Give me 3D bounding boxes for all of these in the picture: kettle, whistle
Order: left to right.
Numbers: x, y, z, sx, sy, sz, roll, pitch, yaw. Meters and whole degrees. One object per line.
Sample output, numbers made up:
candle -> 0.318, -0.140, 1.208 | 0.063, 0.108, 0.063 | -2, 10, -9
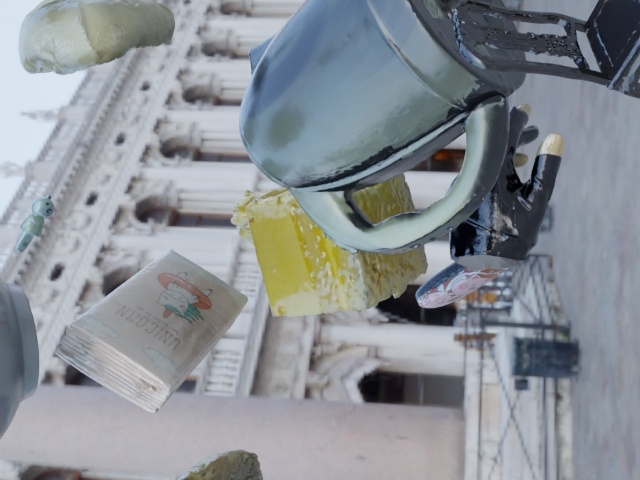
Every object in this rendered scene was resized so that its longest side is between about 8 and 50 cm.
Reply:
whistle -> -0.444, -0.027, 1.373 | 0.100, 0.035, 0.035 | -62, -11, -7
kettle -> 0.060, -0.143, 1.018 | 0.228, 0.324, 0.321 | -24, -97, -53

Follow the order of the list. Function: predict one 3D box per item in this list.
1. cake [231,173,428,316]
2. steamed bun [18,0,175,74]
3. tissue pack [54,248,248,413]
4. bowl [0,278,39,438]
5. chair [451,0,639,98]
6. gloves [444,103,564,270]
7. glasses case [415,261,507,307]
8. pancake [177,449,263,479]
cake -> 0.000, 0.000, 1.525 | 0.222, 0.286, 0.227 | -25, -77, -54
steamed bun -> -0.342, -0.300, 1.250 | 0.231, 0.212, 0.110 | -55, -44, -66
tissue pack -> -0.240, 0.124, 1.336 | 0.071, 0.170, 0.325 | -58, -3, 23
bowl -> -0.437, 0.132, 1.069 | 0.345, 0.157, 0.346 | 19, 113, 56
chair -> 0.243, -0.196, 0.764 | 0.106, 0.229, 0.113 | -92, 17, -45
gloves -> 0.311, -0.095, 1.478 | 0.152, 0.197, 0.301 | 42, -120, -30
glasses case -> 0.316, 0.072, 1.895 | 0.103, 0.266, 0.067 | -2, -117, -48
pancake -> -0.205, 0.498, 1.447 | 0.356, 0.065, 0.356 | -41, -36, -40
